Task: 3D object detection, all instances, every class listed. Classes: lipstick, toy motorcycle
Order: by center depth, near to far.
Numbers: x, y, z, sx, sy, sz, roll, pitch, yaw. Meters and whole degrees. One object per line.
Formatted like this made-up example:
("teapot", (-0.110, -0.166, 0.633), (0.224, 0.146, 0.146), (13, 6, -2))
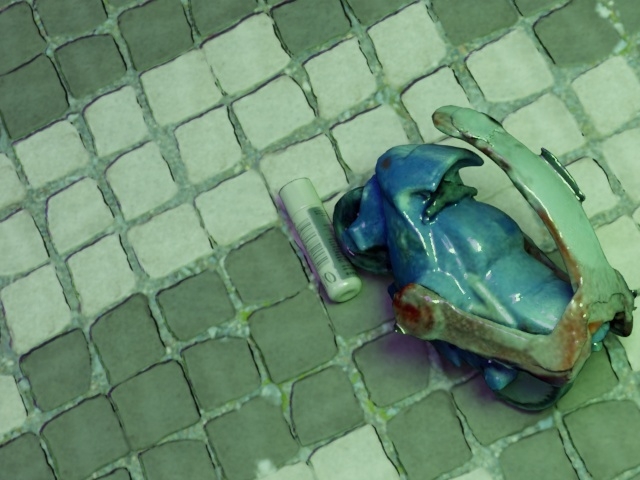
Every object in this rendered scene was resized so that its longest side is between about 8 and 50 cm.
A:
("toy motorcycle", (0.167, 0.006, 1.708), (0.319, 0.182, 0.241), (42, 107, 17))
("lipstick", (0.000, 0.000, 1.833), (0.040, 0.040, 0.141), (-28, 65, 3))
